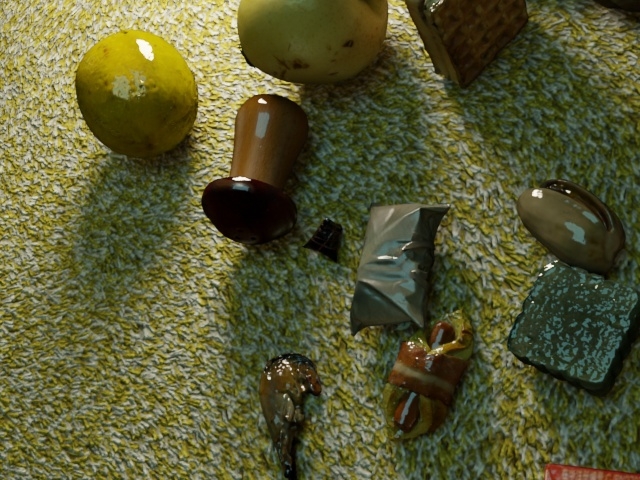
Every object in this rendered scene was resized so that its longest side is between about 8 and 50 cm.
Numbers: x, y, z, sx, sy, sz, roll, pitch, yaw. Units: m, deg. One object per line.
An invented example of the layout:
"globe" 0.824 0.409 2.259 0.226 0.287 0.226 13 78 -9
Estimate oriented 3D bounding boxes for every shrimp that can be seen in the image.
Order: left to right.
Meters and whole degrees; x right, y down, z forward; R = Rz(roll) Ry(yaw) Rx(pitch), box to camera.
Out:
"shrimp" -0.047 0.322 1.806 0.117 0.066 0.262 -23 61 14

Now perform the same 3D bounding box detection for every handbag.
"handbag" 0.146 0.044 1.816 0.182 0.117 0.271 -7 61 39

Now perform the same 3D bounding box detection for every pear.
"pear" -0.014 -0.459 2.023 0.309 0.309 0.309 -10 63 21

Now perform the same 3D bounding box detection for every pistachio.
"pistachio" 0.432 -0.026 1.721 0.206 0.129 0.131 44 134 38

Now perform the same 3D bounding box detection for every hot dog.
"hot dog" 0.183 0.227 1.725 0.123 0.093 0.262 14 74 30

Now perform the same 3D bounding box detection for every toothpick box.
"toothpick box" -0.121 -0.137 1.989 0.192 0.192 0.294 1 62 25

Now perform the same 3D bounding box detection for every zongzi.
"zongzi" 0.000 0.000 1.944 0.073 0.067 0.083 4 86 19

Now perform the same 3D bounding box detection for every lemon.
"lemon" -0.398 -0.323 2.158 0.258 0.258 0.310 -36 63 6

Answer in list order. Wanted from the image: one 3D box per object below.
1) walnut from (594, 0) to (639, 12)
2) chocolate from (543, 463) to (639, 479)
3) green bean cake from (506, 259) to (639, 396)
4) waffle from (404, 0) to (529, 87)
"walnut" 0.577 -0.536 1.821 0.248 0.248 0.248 -10 63 21
"chocolate" 0.447 0.467 1.484 0.237 0.108 0.235 0 67 26
"green bean cake" 0.424 0.144 1.648 0.185 0.094 0.183 22 80 29
"waffle" 0.278 -0.437 1.868 0.213 0.308 0.091 -46 63 -1
